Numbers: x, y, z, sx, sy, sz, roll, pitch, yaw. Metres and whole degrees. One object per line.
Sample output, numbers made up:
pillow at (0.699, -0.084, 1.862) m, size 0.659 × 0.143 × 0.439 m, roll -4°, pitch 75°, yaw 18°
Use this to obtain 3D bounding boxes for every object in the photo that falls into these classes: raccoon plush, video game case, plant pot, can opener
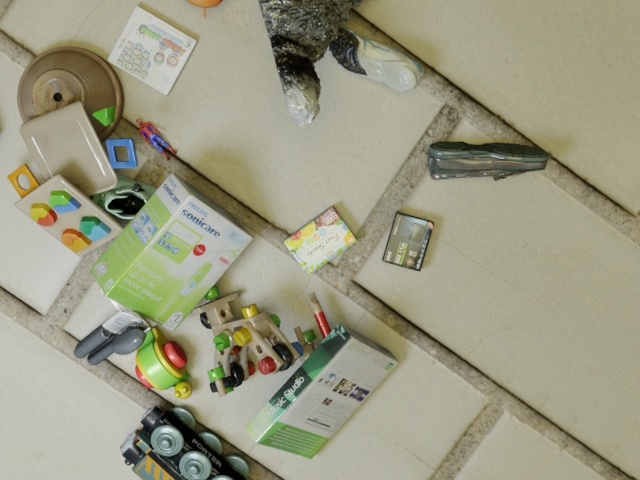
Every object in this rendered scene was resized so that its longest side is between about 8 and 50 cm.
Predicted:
raccoon plush at (0.039, -0.456, 1.695) m, size 0.299 × 0.216 × 0.446 m, roll -16°, pitch 75°, yaw 2°
video game case at (-0.381, -0.430, 1.822) m, size 0.157 × 0.019 × 0.143 m, roll 30°, pitch 96°, yaw -4°
plant pot at (-0.568, -0.318, 1.792) m, size 0.237 × 0.110 × 0.237 m, roll 0°, pitch 96°, yaw 0°
can opener at (-0.474, 0.224, 1.795) m, size 0.074 × 0.093 × 0.280 m, roll 36°, pitch 141°, yaw -22°

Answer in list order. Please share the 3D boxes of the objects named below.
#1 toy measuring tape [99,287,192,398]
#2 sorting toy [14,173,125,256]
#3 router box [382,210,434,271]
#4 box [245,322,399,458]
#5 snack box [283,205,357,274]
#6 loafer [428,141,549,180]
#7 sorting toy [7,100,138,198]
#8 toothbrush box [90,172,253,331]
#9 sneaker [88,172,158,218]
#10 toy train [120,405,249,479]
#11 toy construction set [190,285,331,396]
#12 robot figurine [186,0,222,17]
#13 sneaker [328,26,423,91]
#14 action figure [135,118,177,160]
toy measuring tape at (-0.407, 0.238, 1.856) m, size 0.121 × 0.121 × 0.330 m, roll -36°, pitch 95°, yaw 4°
sorting toy at (-0.556, -0.046, 1.773) m, size 0.208 × 0.038 × 0.193 m, roll -21°, pitch 126°, yaw 40°
router box at (0.203, 0.002, 1.864) m, size 0.092 × 0.038 × 0.122 m, roll 15°, pitch 97°, yaw -1°
box at (0.008, 0.349, 1.826) m, size 0.322 × 0.232 × 0.058 m, roll -49°, pitch 51°, yaw 4°
snack box at (0.000, 0.000, 1.864) m, size 0.141 × 0.037 × 0.100 m, roll -36°, pitch 97°, yaw 4°
loafer at (0.379, -0.174, 1.828) m, size 0.268 × 0.096 × 0.084 m, roll 5°, pitch 117°, yaw 6°
sorting toy at (-0.541, -0.189, 1.746) m, size 0.348 × 0.047 × 0.196 m, roll -14°, pitch 105°, yaw 24°
toothbrush box at (-0.325, 0.029, 1.766) m, size 0.283 × 0.122 × 0.206 m, roll -49°, pitch 133°, yaw 2°
sneaker at (-0.487, -0.111, 1.795) m, size 0.256 × 0.151 × 0.094 m, roll 12°, pitch 98°, yaw 0°
toy train at (-0.315, 0.542, 1.887) m, size 0.334 × 0.142 × 0.190 m, roll 43°, pitch 105°, yaw -4°
toy construction set at (-0.146, 0.189, 1.816) m, size 0.309 × 0.257 × 0.237 m, roll -19°, pitch 84°, yaw -18°
robot figurine at (-0.244, -0.605, 1.747) m, size 0.128 × 0.158 × 0.219 m, roll 29°, pitch 97°, yaw 19°
sneaker at (0.120, -0.409, 1.805) m, size 0.237 × 0.086 × 0.085 m, roll 31°, pitch 125°, yaw 8°
action figure at (-0.381, -0.235, 1.843) m, size 0.038 × 0.030 × 0.115 m, roll -43°, pitch 93°, yaw 10°
